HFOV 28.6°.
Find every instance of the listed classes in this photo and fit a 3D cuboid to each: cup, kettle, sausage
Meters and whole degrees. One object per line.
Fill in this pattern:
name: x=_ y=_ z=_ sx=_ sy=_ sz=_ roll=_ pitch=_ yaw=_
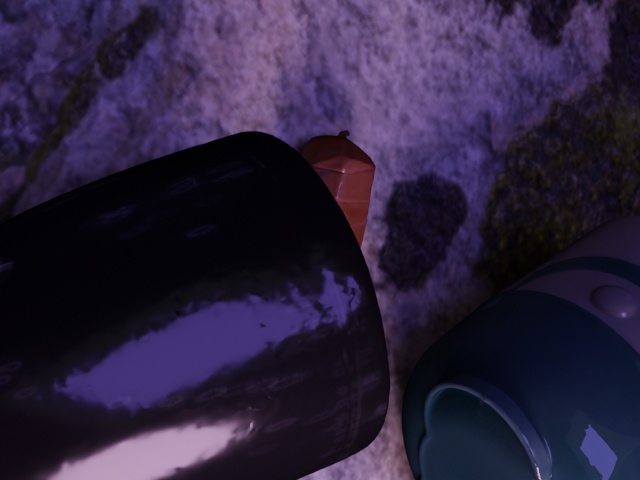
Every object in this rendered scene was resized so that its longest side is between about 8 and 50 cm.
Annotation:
cup: x=0.199 y=0.147 z=0.945 sx=0.257 sy=0.219 sz=0.290 roll=-29 pitch=139 yaw=-31
kettle: x=-0.132 y=0.101 z=0.719 sx=0.290 sy=0.207 sz=0.268 roll=-22 pitch=131 yaw=-27
sausage: x=0.000 y=0.000 z=0.875 sx=0.065 sy=0.065 sz=0.169 roll=17 pitch=83 yaw=-35
